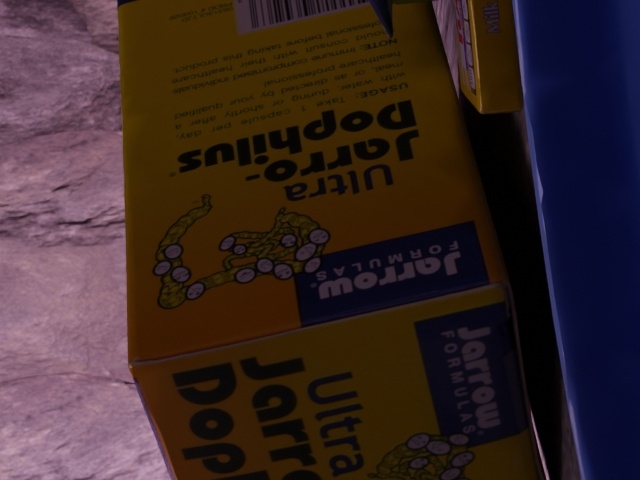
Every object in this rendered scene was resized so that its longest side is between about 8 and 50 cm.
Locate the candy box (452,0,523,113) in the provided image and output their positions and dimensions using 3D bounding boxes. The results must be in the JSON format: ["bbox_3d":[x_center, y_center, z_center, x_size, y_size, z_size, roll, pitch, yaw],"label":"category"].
[{"bbox_3d":[0.078,-0.173,0.964,0.105,0.027,0.206,-85,-12,-79],"label":"candy box"}]

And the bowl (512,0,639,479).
[{"bbox_3d":[0.092,-0.029,0.263,0.391,0.077,0.391,173,90,-88],"label":"bowl"}]

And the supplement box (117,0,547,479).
[{"bbox_3d":[0.000,0.000,1.095,0.356,0.195,0.194,-99,-5,-51],"label":"supplement box"}]

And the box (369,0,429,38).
[{"bbox_3d":[0.045,-0.214,1.034,0.109,0.042,0.178,49,-142,-70],"label":"box"}]
